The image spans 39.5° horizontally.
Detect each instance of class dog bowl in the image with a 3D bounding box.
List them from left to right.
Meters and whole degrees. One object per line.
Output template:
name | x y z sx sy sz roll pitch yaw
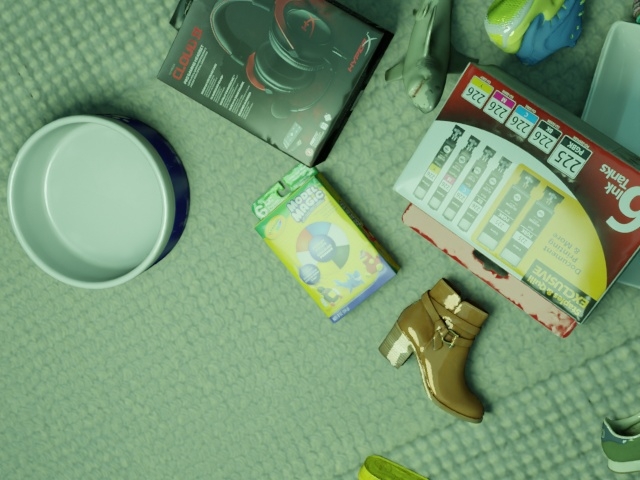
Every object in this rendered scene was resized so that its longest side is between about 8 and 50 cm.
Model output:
dog bowl | -0.341 -0.064 1.383 0.265 0.104 0.264 2 101 12

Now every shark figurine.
shark figurine | 0.184 -0.295 1.242 0.116 0.166 0.278 19 87 -17

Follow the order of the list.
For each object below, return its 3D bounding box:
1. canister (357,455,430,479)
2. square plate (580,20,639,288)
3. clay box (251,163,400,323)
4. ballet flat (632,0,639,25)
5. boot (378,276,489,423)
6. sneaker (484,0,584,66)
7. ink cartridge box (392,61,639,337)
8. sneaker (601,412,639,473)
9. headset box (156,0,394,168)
canister | 0.094 0.441 1.399 0.126 0.073 0.170 24 106 7
square plate | 0.510 -0.087 1.216 0.347 0.049 0.344 18 104 9
clay box | 0.000 0.000 1.345 0.127 0.053 0.222 -40 91 16
ballet flat | 0.524 -0.296 1.168 0.222 0.077 0.079 18 81 9
boot | 0.202 0.165 1.324 0.197 0.073 0.152 40 102 0
sneaker | 0.320 -0.339 1.204 0.240 0.091 0.126 -50 130 -2
ink cartridge box | 0.271 -0.042 1.199 0.309 0.130 0.271 37 113 17
sneaker | 0.497 0.272 1.279 0.192 0.064 0.086 -17 101 18
headset box | -0.077 -0.272 1.280 0.293 0.110 0.218 32 106 5
